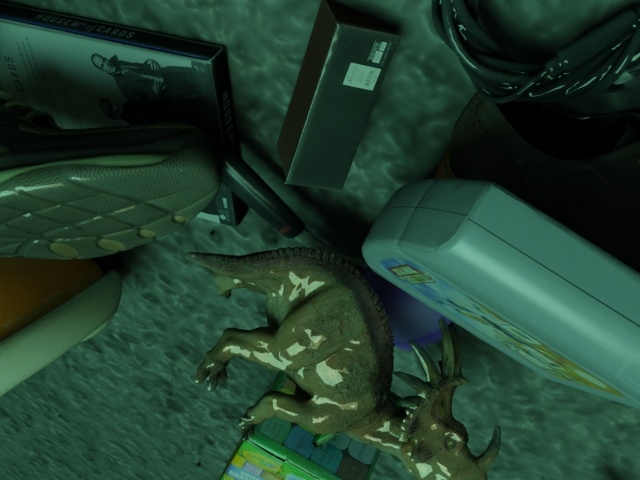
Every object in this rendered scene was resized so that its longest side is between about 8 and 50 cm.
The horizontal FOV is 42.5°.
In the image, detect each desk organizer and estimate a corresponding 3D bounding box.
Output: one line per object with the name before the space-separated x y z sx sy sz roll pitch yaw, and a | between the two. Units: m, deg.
desk organizer | 0.008 -0.105 0.600 0.047 0.050 0.130 6 127 -21

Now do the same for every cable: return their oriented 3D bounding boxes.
cable | 0.147 -0.152 0.470 0.151 0.047 0.184 26 132 -4

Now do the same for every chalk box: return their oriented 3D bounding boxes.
chalk box | -0.011 0.210 0.873 0.132 0.132 0.213 29 139 2

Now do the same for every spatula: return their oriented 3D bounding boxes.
spatula | 0.000 0.000 0.715 0.296 0.030 0.084 39 140 -22

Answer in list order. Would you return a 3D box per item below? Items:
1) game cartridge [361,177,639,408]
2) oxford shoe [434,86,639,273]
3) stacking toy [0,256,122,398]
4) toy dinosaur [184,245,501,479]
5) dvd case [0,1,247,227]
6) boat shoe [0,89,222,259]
game cartridge | 0.124 0.035 0.551 0.198 0.062 0.297 28 175 -1
oxford shoe | 0.209 -0.019 0.532 0.271 0.097 0.098 23 134 10
stacking toy | -0.457 -0.044 0.815 0.351 0.350 0.479 -22 101 44
toy dinosaur | 0.020 0.086 0.682 0.200 0.127 0.295 -16 120 27
dvd case | -0.184 -0.111 0.732 0.239 0.029 0.179 16 138 18
boat shoe | -0.257 -0.058 0.640 0.356 0.130 0.132 -8 157 1
